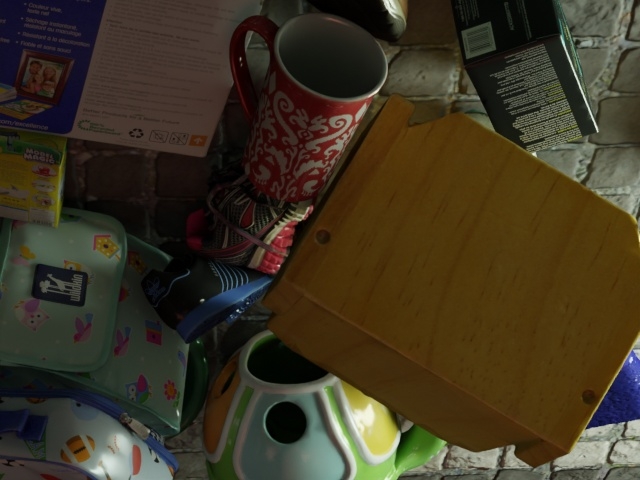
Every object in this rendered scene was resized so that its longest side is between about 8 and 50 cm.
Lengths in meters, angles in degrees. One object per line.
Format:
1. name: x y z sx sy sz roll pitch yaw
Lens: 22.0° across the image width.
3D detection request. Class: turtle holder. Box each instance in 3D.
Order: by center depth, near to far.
1. turtle holder: 0.002 0.240 2.105 0.320 0.243 0.227 16 132 25

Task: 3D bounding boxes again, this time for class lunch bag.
1. lunch bag: -0.318 0.238 1.833 0.303 0.115 0.243 -2 148 27
2. lunch bag: -0.278 0.094 1.907 0.160 0.223 0.262 -18 142 33

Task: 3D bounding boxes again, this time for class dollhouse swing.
1. dollhouse swing: 0.142 0.053 1.809 0.347 0.315 0.305 31 180 -3

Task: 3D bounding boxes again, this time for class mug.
1. mug: -0.020 -0.138 1.619 0.113 0.150 0.169 -12 148 -27

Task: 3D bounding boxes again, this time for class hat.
1. hat: -0.239 0.170 2.180 0.173 0.183 0.208 2 101 -8

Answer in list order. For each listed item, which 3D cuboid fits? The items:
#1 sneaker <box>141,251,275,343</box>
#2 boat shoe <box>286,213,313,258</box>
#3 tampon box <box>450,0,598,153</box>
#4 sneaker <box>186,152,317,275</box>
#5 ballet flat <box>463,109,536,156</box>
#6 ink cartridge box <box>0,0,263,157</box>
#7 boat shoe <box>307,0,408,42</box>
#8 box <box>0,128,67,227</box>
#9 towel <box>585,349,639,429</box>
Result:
1. sneaker: -0.130 0.051 1.943 0.081 0.090 0.232 -45 172 19
2. boat shoe: 0.000 0.000 1.949 0.060 0.064 0.178 18 140 -30
3. tampon box: 0.208 -0.186 1.682 0.101 0.120 0.161 -17 141 13
4. sneaker: -0.069 -0.060 1.817 0.112 0.121 0.299 10 142 -13
5. ballet flat: 0.191 0.043 1.914 0.147 0.147 0.409 -4 133 -1
6. ink cartridge box: -0.223 -0.219 1.639 0.303 0.072 0.307 9 139 -15
7. boat shoe: 0.037 -0.290 1.518 0.122 0.120 0.324 27 169 17
8. box: -0.331 -0.077 1.786 0.105 0.043 0.179 12 156 -5
9. towel: 0.309 0.157 2.191 0.227 0.076 0.308 -13 143 22
